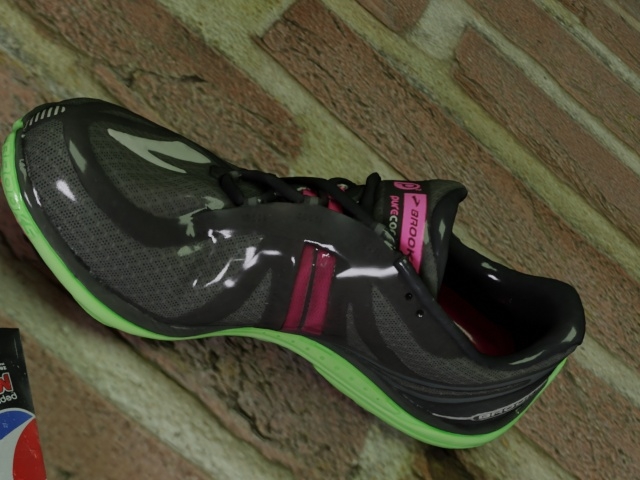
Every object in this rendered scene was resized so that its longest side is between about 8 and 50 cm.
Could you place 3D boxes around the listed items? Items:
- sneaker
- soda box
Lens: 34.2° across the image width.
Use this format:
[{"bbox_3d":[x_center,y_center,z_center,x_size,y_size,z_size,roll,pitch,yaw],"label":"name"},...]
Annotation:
[{"bbox_3d":[0.000,0.000,0.787,0.483,0.202,0.185,23,44,-26],"label":"sneaker"},{"bbox_3d":[-0.198,0.136,0.609,0.053,0.060,0.169,6,53,-40],"label":"soda box"}]
